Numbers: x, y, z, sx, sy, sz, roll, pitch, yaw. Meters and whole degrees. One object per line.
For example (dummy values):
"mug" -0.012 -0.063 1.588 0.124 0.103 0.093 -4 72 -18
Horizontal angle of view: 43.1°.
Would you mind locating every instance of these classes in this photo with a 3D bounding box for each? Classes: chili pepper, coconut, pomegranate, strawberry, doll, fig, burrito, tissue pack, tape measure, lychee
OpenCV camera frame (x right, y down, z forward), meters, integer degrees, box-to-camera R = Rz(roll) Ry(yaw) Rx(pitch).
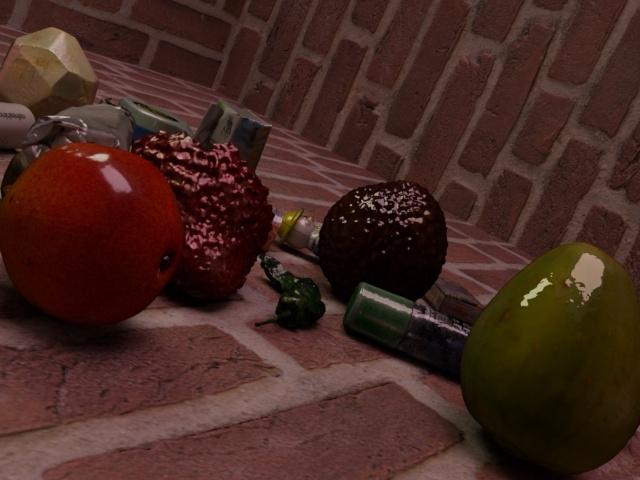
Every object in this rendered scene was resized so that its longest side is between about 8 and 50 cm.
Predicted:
"chili pepper" -0.047 0.091 1.354 0.122 0.065 0.279 13 12 -8
"coconut" -0.615 -0.368 1.845 0.237 0.236 0.197 26 11 9
"pomegranate" -0.292 -0.013 0.986 0.257 0.220 0.221 12 6 27
"strawberry" -0.208 -0.034 1.296 0.261 0.257 0.261 17 -17 5
"doll" 0.000 -0.001 1.748 0.241 0.098 0.135 26 33 -1
"fig" 0.341 0.161 1.167 0.258 0.326 0.258 21 -8 3
"burrito" -0.357 -0.165 1.271 0.139 0.101 0.445 -5 14 -6
"tissue pack" 0.293 0.131 1.822 0.109 0.060 0.148 19 12 -16
"tape measure" -0.411 -0.277 2.132 0.215 0.097 0.351 16 11 -40
"lychee" 0.124 0.006 1.583 0.261 0.260 0.260 23 12 -5
"tissue pack" -0.227 -0.183 1.771 0.145 0.229 0.159 17 14 -29

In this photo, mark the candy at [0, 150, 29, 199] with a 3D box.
"candy" -0.413 -0.066 1.232 0.104 0.102 0.234 14 17 -36

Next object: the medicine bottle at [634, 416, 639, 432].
"medicine bottle" 0.472 0.247 1.453 0.222 0.149 0.112 22 12 -9

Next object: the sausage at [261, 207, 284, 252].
"sausage" -0.232 -0.072 1.627 0.312 0.093 0.093 22 12 -8

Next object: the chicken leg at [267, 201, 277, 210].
"chicken leg" -0.143 -0.079 1.897 0.178 0.070 0.093 36 -13 -2

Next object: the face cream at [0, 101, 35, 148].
"face cream" -0.638 -0.209 1.445 0.092 0.092 0.311 27 13 13

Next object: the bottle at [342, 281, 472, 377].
"bottle" 0.204 0.172 1.402 0.330 0.093 0.093 23 12 -3
